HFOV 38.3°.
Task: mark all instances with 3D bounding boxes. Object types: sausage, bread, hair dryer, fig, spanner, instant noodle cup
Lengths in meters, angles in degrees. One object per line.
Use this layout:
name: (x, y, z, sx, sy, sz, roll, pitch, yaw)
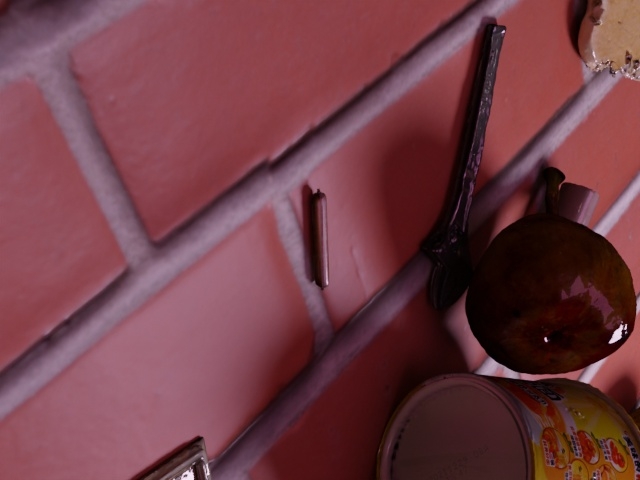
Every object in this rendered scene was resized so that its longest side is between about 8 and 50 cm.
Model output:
sausage: (0.000, 0.000, 0.862, 0.015, 0.015, 0.100, -21, 116, -44)
bread: (0.415, -0.309, 1.230, 0.250, 0.039, 0.182, -1, 102, -49)
hair dryer: (0.341, 0.050, 1.237, 0.220, 0.053, 0.195, 31, 81, -50)
fig: (0.283, 0.019, 1.048, 0.290, 0.190, 0.191, -52, 135, -31)
spanner: (0.166, -0.081, 1.022, 0.093, 0.026, 0.326, 12, 91, -51)
instant noodle cup: (0.201, 0.258, 1.003, 0.200, 0.264, 0.265, 23, 83, -41)

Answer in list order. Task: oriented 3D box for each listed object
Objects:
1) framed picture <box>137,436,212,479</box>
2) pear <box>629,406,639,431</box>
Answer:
framed picture: (-0.153, 0.333, 0.785, 0.216, 0.016, 0.274, -30, 123, -40)
pear: (0.564, 0.365, 1.488, 0.197, 0.197, 0.197, -18, 114, -45)
